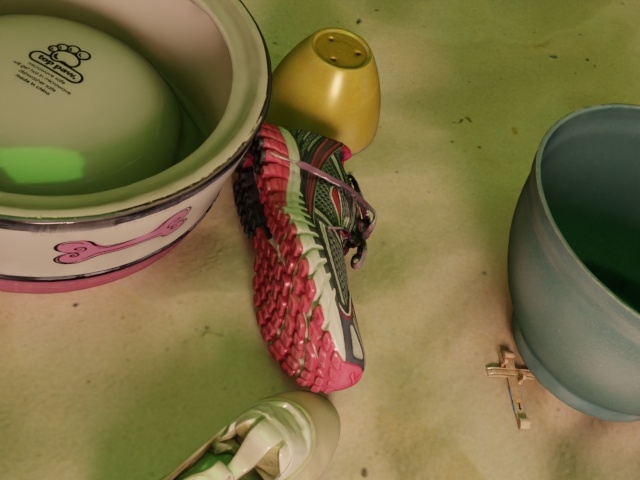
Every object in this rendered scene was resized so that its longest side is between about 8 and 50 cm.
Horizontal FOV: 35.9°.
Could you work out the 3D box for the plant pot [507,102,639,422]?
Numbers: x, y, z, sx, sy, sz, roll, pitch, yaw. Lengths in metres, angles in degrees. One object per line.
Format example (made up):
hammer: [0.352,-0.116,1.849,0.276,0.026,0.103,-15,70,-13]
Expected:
plant pot: [0.293,0.045,0.905,0.293,0.196,0.293,10,47,-11]

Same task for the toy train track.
toy train track: [0.183,0.136,0.917,0.048,0.014,0.083,5,51,-14]

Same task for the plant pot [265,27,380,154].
plant pot: [0.010,-0.171,1.059,0.134,0.095,0.134,9,49,-11]

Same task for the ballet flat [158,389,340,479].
ballet flat: [-0.065,0.180,0.754,0.086,0.086,0.248,42,51,17]

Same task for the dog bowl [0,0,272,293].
dog bowl: [-0.258,-0.127,0.900,0.408,0.150,0.408,9,49,-10]

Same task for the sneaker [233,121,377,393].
sneaker: [0.000,0.000,0.897,0.112,0.121,0.299,5,48,-20]
